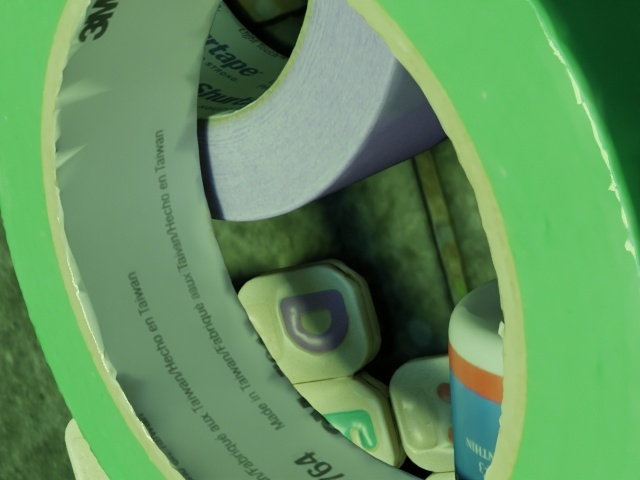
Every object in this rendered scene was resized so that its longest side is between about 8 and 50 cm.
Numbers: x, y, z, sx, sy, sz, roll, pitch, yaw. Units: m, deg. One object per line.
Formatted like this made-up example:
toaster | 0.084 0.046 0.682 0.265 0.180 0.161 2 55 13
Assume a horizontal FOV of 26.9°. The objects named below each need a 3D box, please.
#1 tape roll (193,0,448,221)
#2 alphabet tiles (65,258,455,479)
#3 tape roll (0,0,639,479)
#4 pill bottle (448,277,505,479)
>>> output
tape roll | -0.039 -0.151 0.576 0.275 0.090 0.275 23 125 38
alphabet tiles | -0.009 0.156 0.693 0.278 0.021 0.284 -11 96 29
tape roll | 0.000 0.000 0.474 0.321 0.077 0.321 22 122 40
pill bottle | 0.118 0.130 0.556 0.124 0.124 0.221 7 109 36
